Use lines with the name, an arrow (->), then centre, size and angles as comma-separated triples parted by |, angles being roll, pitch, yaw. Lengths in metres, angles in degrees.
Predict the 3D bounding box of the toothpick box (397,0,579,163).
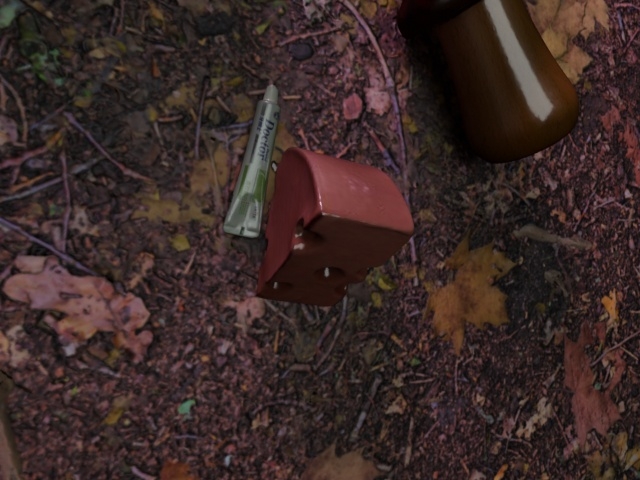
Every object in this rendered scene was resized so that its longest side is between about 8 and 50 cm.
toothpick box -> 0.234, -0.265, 0.588 | 0.192, 0.192, 0.294 | -37, 109, -17

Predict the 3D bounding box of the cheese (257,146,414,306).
cheese -> 0.011, -0.017, 0.496 | 0.128, 0.177, 0.203 | 12, 85, -21

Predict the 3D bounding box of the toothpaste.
toothpaste -> -0.081, -0.102, 0.542 | 0.048, 0.029, 0.197 | 13, 88, -20
